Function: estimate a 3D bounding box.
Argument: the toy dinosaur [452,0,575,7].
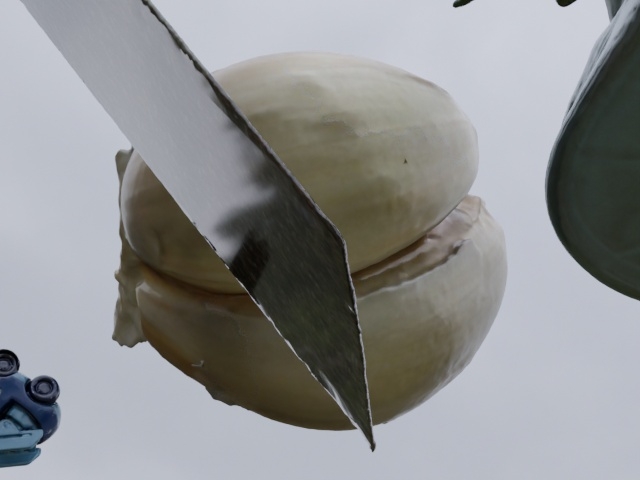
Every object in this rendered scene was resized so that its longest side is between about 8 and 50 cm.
[{"bbox_3d":[0.220,-0.381,1.673,0.447,0.087,0.301,-23,-70,41],"label":"toy dinosaur"}]

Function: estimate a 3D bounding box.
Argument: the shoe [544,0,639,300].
[{"bbox_3d":[0.146,-0.099,0.573,0.103,0.251,0.100,26,6,-6],"label":"shoe"}]

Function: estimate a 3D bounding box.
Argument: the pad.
[{"bbox_3d":[-0.055,-0.048,0.571,0.235,0.003,0.158,51,-13,24],"label":"pad"}]

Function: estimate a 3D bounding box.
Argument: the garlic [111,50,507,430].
[{"bbox_3d":[0.000,0.000,1.361,0.313,0.286,0.249,-1,7,-7],"label":"garlic"}]

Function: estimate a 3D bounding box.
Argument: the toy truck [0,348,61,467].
[{"bbox_3d":[-0.229,0.129,1.274,0.073,0.090,0.056,31,-36,11],"label":"toy truck"}]
